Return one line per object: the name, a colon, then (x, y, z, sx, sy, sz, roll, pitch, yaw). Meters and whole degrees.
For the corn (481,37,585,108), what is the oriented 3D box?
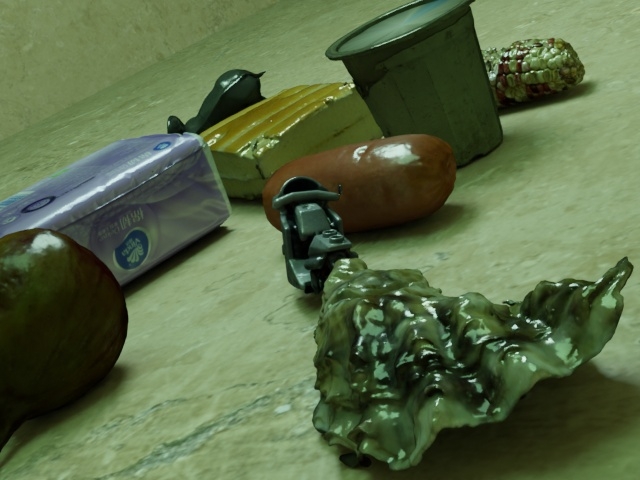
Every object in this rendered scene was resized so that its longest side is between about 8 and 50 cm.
corn: (0.242, -0.234, 1.669, 0.290, 0.098, 0.098, -8, 23, 37)

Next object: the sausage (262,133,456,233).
sausage: (0.051, -0.065, 1.395, 0.259, 0.113, 0.113, -7, 24, 43)

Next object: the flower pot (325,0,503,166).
flower pot: (0.135, -0.200, 1.527, 0.212, 0.202, 0.212, -19, 19, 7)

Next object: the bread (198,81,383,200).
bread: (-0.060, -0.149, 1.759, 0.246, 0.111, 0.239, -32, 20, -27)

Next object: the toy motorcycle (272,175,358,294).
toy motorcycle: (0.000, 0.000, 1.247, 0.080, 0.122, 0.215, -10, 15, -13)

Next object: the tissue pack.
tissue pack: (-0.321, -0.016, 1.615, 0.338, 0.160, 0.242, -33, 22, -32)

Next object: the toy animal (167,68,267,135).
toy animal: (-0.180, -0.187, 1.914, 0.245, 0.114, 0.146, -63, -10, 8)

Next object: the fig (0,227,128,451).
fig: (-0.339, 0.126, 1.234, 0.190, 0.190, 0.290, -1, 42, 49)

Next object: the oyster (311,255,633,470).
oyster: (0.093, 0.076, 0.932, 0.238, 0.115, 0.351, -27, 19, -14)
